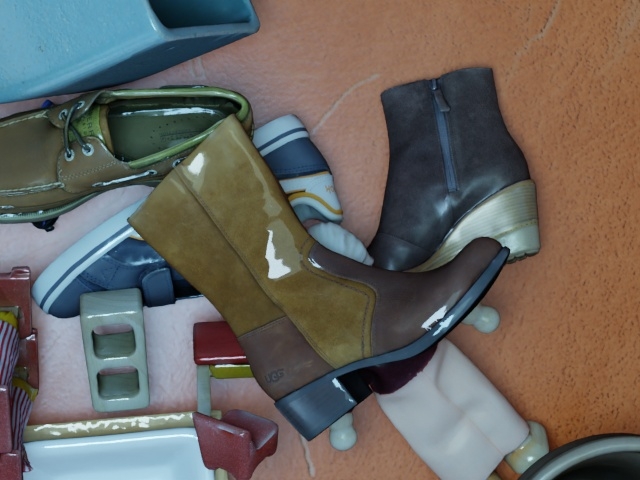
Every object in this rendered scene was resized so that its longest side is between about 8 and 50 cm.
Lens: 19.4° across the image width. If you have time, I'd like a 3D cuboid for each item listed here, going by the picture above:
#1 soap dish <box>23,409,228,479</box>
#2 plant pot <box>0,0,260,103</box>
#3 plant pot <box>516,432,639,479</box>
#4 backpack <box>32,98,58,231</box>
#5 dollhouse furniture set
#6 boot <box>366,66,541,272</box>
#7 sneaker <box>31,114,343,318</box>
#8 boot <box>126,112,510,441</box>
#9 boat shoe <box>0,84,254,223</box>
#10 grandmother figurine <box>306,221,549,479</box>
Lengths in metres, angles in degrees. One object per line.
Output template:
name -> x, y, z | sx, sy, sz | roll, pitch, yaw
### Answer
soap dish -> -0.200, 0.319, 1.863 | 0.229, 0.118, 0.291 | -5, 91, -5
plant pot -> -0.251, -0.248, 1.737 | 0.252, 0.248, 0.247 | -25, 89, 20
plant pot -> 0.281, 0.310, 1.846 | 0.263, 0.229, 0.263 | 0, 91, -4
backpack -> -0.280, -0.081, 1.856 | 0.084, 0.105, 0.114 | 25, 77, -1
dollhouse furniture set -> -0.204, 0.133, 1.749 | 0.374, 0.201, 0.152 | -4, 124, -3
boot -> 0.090, -0.052, 1.914 | 0.248, 0.090, 0.207 | -17, 78, 0
sneaker -> -0.126, 0.008, 1.854 | 0.321, 0.126, 0.127 | -32, 81, -5
boot -> 0.000, 0.000, 1.716 | 0.264, 0.096, 0.280 | -39, 85, 18
boat shoe -> -0.215, -0.097, 1.759 | 0.307, 0.104, 0.111 | -13, 71, -12
grandmother figurine -> 0.079, 0.122, 1.844 | 0.208, 0.104, 0.342 | -45, 114, -16
